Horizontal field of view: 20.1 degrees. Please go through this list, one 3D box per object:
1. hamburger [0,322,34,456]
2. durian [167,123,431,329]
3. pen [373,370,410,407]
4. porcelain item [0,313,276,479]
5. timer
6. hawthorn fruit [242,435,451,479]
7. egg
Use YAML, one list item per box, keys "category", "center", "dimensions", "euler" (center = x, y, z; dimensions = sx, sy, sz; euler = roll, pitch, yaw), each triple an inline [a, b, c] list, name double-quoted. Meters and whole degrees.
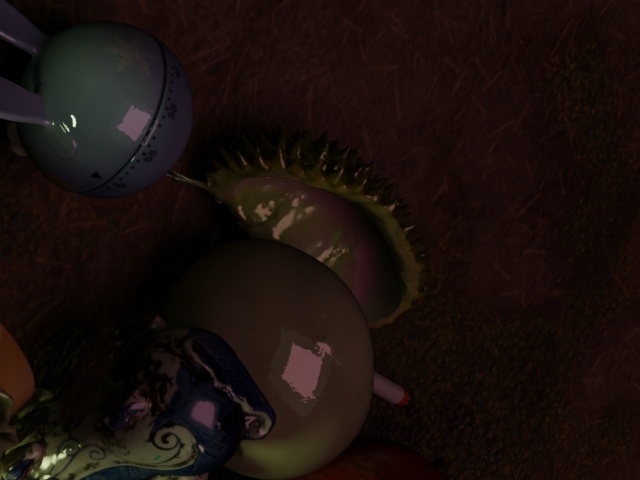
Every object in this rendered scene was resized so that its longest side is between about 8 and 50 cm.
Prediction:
- category: "hamburger"
  center: [-0.382, 0.124, 1.408]
  dimensions: [0.212, 0.274, 0.274]
  euler: [-53, 139, -29]
- category: "durian"
  center: [0.004, -0.008, 1.886]
  dimensions: [0.169, 0.157, 0.355]
  euler: [-43, 137, -4]
- category: "pen"
  center: [0.040, 0.152, 2.091]
  dimensions: [0.218, 0.026, 0.026]
  euler: [33, 81, -50]
- category: "porcelain item"
  center: [-0.171, 0.198, 1.690]
  dimensions: [0.186, 0.288, 0.138]
  euler: [46, 26, -24]
- category: "timer"
  center: [-0.237, -0.122, 1.586]
  dimensions: [0.255, 0.175, 0.175]
  euler: [8, 101, -22]
- category: "hawthorn fruit"
  center: [0.051, 0.332, 2.008]
  dimensions: [0.369, 0.284, 0.285]
  euler: [-34, 130, -46]
- category: "egg"
  center: [-0.054, 0.122, 1.821]
  dimensions: [0.219, 0.219, 0.269]
  euler: [-50, 135, -21]
